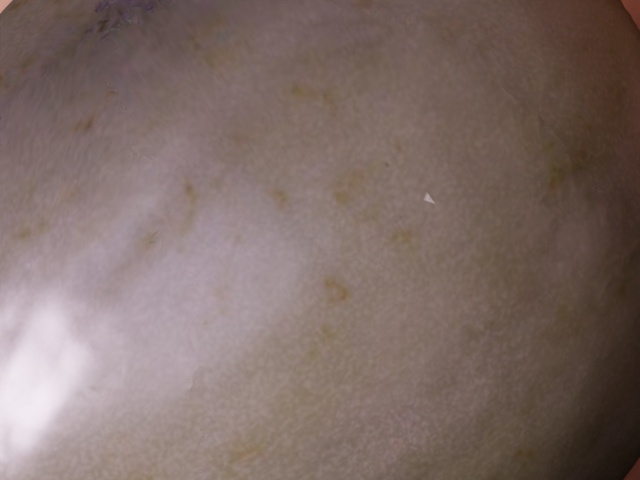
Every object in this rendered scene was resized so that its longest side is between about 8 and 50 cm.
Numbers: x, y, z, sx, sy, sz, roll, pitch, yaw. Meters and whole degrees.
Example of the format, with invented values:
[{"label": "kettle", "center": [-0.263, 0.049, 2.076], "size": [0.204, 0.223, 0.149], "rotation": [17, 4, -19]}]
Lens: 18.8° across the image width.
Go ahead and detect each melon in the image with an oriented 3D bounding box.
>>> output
[{"label": "melon", "center": [-0.012, 0.010, 0.642], "size": [0.308, 0.272, 0.272], "rotation": [-23, 81, -9]}]
